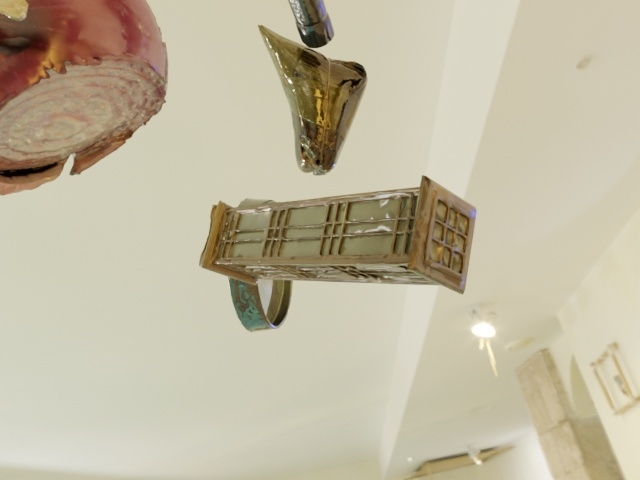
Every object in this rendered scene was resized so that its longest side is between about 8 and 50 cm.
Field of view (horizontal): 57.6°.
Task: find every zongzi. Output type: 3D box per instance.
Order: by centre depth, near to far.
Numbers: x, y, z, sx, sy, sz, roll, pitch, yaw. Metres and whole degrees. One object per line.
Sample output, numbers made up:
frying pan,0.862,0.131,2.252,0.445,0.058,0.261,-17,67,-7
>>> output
zongzi,-0.065,-0.345,1.457,0.317,0.290,0.154,24,-12,-13

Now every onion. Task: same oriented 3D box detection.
onion,-0.233,-0.148,0.444,0.200,0.201,0.207,17,-47,-42

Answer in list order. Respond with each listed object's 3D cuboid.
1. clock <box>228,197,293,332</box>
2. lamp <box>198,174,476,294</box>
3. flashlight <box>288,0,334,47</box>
clock,-0.116,0.048,1.201,0.055,0.281,0.281,-3,-27,13
lamp,0.000,0.000,0.623,0.325,0.090,0.089,-3,-19,45
flashlight,-0.046,-0.553,1.211,0.103,0.103,0.424,-17,-21,8
